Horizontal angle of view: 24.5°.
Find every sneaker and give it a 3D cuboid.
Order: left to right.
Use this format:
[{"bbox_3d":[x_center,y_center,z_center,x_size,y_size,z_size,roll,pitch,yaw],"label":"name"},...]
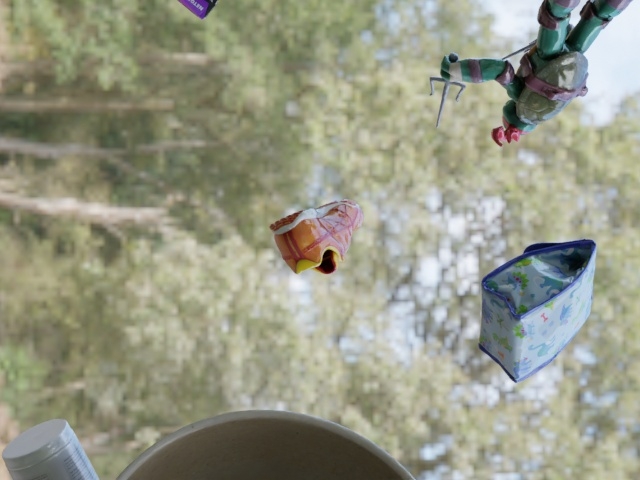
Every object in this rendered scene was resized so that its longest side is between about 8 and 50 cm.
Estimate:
[{"bbox_3d":[0.000,0.000,1.447,0.067,0.064,0.175,67,25,0],"label":"sneaker"}]

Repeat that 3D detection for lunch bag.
[{"bbox_3d":[0.268,0.075,1.770,0.096,0.151,0.128,48,-24,36],"label":"lunch bag"}]

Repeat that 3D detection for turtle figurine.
[{"bbox_3d":[0.222,-0.185,1.487,0.118,0.175,0.234,50,-47,19],"label":"turtle figurine"}]

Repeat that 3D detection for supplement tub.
[{"bbox_3d":[-0.243,0.229,1.377,0.071,0.071,0.107,-127,-167,-74],"label":"supplement tub"}]

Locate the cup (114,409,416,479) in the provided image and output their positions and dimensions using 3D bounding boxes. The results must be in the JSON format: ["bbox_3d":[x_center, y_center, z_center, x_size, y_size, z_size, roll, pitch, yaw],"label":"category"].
[{"bbox_3d":[-0.058,0.352,1.344,0.237,0.331,0.331,107,-19,-58],"label":"cup"}]

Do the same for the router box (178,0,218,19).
[{"bbox_3d":[-0.090,-0.270,1.285,0.133,0.046,0.179,-49,-158,6],"label":"router box"}]
